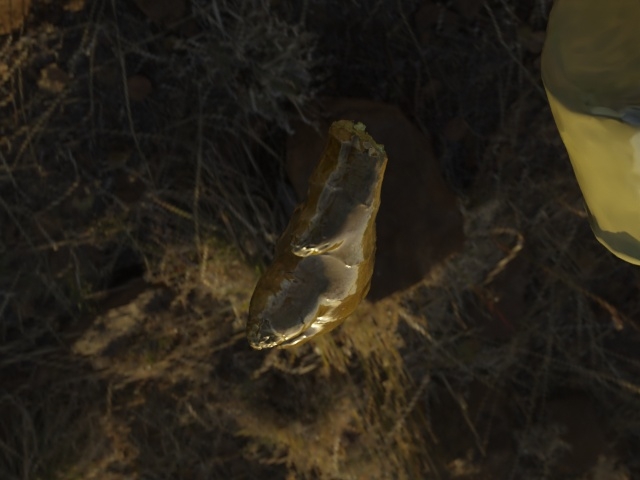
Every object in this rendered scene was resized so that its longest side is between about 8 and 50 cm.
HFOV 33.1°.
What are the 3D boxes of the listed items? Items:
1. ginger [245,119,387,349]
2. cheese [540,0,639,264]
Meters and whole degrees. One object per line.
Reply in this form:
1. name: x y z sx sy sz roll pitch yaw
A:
1. ginger: -0.022 0.011 1.360 0.236 0.166 0.375 -30 144 -14
2. cheese: 0.265 -0.176 0.487 0.384 0.384 0.104 -29 129 1
